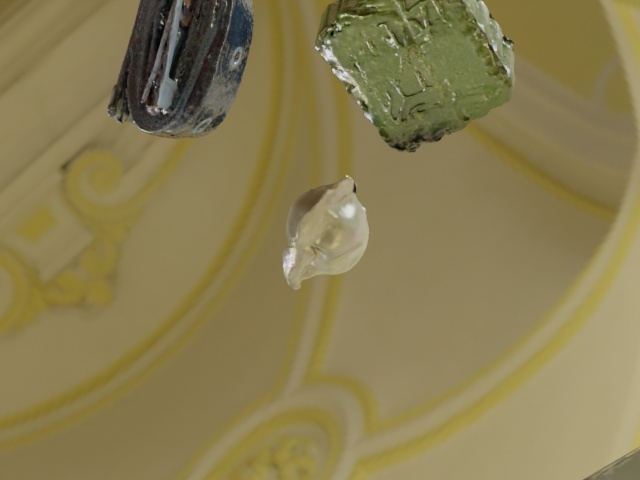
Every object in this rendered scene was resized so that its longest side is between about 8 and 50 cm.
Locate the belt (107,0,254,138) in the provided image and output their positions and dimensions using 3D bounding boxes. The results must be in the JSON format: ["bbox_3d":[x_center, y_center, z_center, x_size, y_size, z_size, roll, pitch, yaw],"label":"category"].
[{"bbox_3d":[-0.153,-0.221,1.805,0.128,0.122,0.218,12,94,-75],"label":"belt"}]

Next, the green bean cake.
[{"bbox_3d":[0.119,-0.235,1.991,0.200,0.214,0.113,-25,-154,23],"label":"green bean cake"}]

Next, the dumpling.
[{"bbox_3d":[0.000,0.000,2.019,0.127,0.108,0.188,-58,174,-33],"label":"dumpling"}]

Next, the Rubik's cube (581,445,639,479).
[{"bbox_3d":[0.423,0.309,1.179,0.344,0.347,0.346,-19,-162,-40],"label":"Rubik's cube"}]
